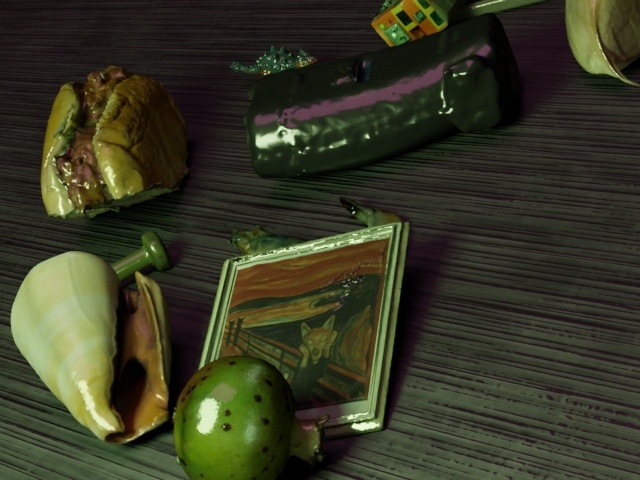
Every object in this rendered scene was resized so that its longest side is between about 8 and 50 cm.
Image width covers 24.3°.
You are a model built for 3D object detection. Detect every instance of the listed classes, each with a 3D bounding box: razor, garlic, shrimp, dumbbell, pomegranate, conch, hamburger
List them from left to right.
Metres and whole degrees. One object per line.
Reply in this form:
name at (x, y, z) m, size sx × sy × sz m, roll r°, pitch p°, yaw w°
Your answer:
conch at (-0.233, 0.123, 1.533) m, size 0.158 × 0.127 × 0.255 m, roll -2°, pitch 46°, yaw -20°
hamburger at (-0.265, -0.121, 1.899) m, size 0.155 × 0.245 × 0.282 m, roll -22°, pitch -16°, yaw 16°
dumbbell at (-0.232, 0.035, 1.725) m, size 0.118 × 0.046 × 0.052 m, roll -29°, pitch 33°, yaw -10°
pomegranate at (-0.069, 0.166, 1.310) m, size 0.130 × 0.130 × 0.130 m, roll -19°, pitch 29°, yaw 11°
shrimp at (0.000, 0.000, 1.609) m, size 0.217 × 0.051 × 0.150 m, roll 14°, pitch 43°, yaw 39°
razor at (0.071, -0.168, 1.769) m, size 0.327 × 0.107 × 0.189 m, roll -15°, pitch 29°, yaw 16°
garlic at (0.368, -0.281, 1.737) m, size 0.164 × 0.145 × 0.245 m, roll 35°, pitch 61°, yaw 23°

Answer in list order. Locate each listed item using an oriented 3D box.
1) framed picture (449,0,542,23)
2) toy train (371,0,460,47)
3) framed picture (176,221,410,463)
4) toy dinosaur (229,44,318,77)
framed picture at (0.316, -0.408, 2.084) m, size 0.240 × 0.020 × 0.324 m, roll -10°, pitch 31°, yaw 26°
toy train at (0.140, -0.330, 2.002) m, size 0.099 × 0.072 × 0.188 m, roll -34°, pitch 19°, yaw 43°
framed picture at (-0.025, 0.091, 1.450) m, size 0.216 × 0.016 × 0.273 m, roll -13°, pitch 40°, yaw 21°
toy dinosaur at (-0.063, -0.240, 2.055) m, size 0.154 × 0.055 × 0.049 m, roll 2°, pitch 41°, yaw 36°
